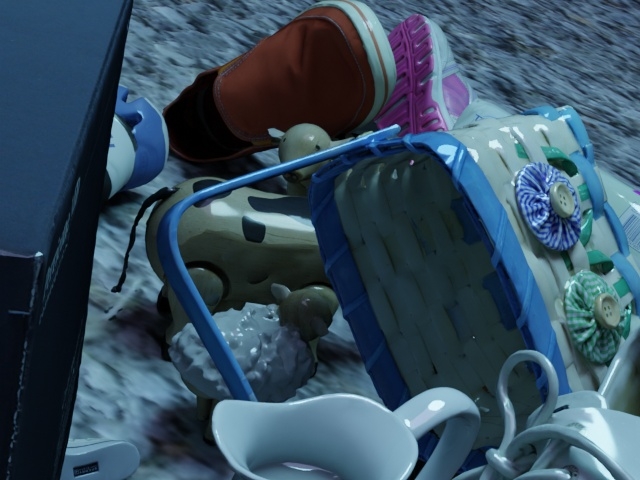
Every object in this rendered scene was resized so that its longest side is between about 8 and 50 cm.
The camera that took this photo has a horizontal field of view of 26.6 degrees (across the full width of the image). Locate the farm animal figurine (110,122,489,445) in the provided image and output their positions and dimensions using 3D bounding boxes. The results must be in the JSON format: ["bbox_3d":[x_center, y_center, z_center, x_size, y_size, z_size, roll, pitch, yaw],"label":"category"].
[{"bbox_3d":[0.000,0.000,1.092,0.326,0.172,0.330,-1,31,-27],"label":"farm animal figurine"}]

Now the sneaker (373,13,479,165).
[{"bbox_3d":[0.126,-0.115,1.400,0.111,0.103,0.252,10,61,-42],"label":"sneaker"}]

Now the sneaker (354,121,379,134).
[{"bbox_3d":[0.063,-0.168,1.481,0.228,0.132,0.086,-2,31,-28],"label":"sneaker"}]

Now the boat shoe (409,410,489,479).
[{"bbox_3d":[0.088,0.173,0.950,0.049,0.056,0.152,0,26,33],"label":"boat shoe"}]

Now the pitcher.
[{"bbox_3d":[0.001,0.175,0.726,0.177,0.207,0.125,-8,35,-37],"label":"pitcher"}]

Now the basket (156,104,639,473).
[{"bbox_3d":[0.063,0.043,0.861,0.289,0.255,0.201,-27,5,-25],"label":"basket"}]

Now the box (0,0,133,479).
[{"bbox_3d":[-0.211,0.050,0.655,0.179,0.312,0.343,10,25,-7],"label":"box"}]

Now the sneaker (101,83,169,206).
[{"bbox_3d":[-0.302,-0.099,1.183,0.315,0.127,0.182,17,25,2],"label":"sneaker"}]

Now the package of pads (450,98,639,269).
[{"bbox_3d":[0.243,-0.004,1.177,0.229,0.101,0.296,37,7,33],"label":"package of pads"}]

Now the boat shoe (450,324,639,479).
[{"bbox_3d":[0.132,0.129,0.667,0.156,0.136,0.367,48,39,3],"label":"boat shoe"}]

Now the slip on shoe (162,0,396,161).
[{"bbox_3d":[-0.044,-0.136,1.271,0.101,0.123,0.331,-29,9,-35],"label":"slip on shoe"}]

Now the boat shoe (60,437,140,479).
[{"bbox_3d":[-0.171,0.147,0.892,0.100,0.035,0.035,-8,7,-30],"label":"boat shoe"}]
